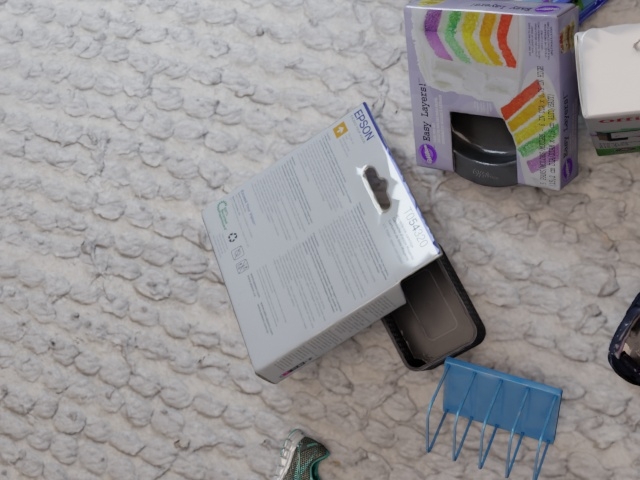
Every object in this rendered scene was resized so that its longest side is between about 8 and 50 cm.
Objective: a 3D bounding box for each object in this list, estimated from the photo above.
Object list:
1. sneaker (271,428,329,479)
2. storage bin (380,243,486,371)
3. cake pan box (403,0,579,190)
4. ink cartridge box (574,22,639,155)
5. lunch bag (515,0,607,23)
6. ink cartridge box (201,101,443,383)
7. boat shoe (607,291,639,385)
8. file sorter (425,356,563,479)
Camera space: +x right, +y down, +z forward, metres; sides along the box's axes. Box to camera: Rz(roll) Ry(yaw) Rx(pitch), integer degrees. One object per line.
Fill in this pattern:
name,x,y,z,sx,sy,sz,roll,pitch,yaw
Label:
sneaker,-0.037,0.382,1.613,0.076,0.065,0.167,18,92,15
storage bin,0.155,0.096,1.563,0.122,0.084,0.180,-30,77,13
cake pan box,0.243,-0.209,1.479,0.245,0.070,0.267,16,126,36
ink cartridge box,0.456,-0.200,1.387,0.201,0.278,0.117,-5,83,18
lunch bag,0.349,-0.440,1.540,0.293,0.138,0.221,-37,70,-4
ink cartridge box,0.000,0.000,1.574,0.330,0.071,0.324,-32,53,13
boat shoe,0.518,0.061,1.405,0.127,0.158,0.340,37,97,18
file sorter,0.243,0.262,1.480,0.170,0.118,0.104,14,47,19
